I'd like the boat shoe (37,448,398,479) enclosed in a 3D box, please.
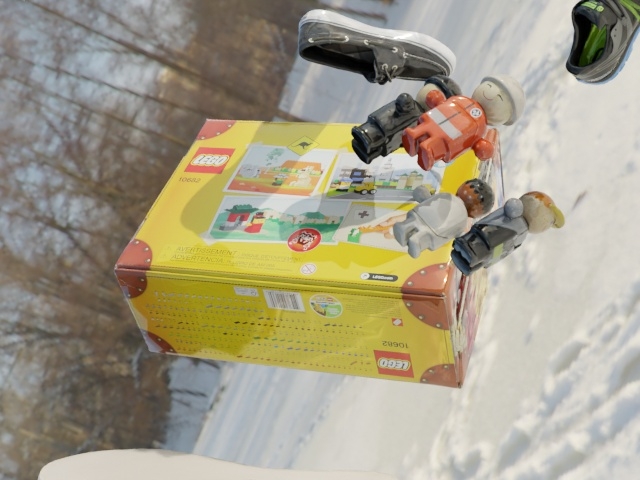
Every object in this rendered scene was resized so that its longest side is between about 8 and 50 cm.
[{"bbox_3d":[-0.078,0.282,0.846,0.127,0.340,0.158,-124,42,-78],"label":"boat shoe"}]

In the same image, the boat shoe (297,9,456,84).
[{"bbox_3d":[0.076,-0.254,1.361,0.080,0.228,0.076,123,162,-59],"label":"boat shoe"}]

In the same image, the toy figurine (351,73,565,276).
[{"bbox_3d":[0.158,-0.081,1.114,0.148,0.210,0.213,-32,16,-17],"label":"toy figurine"}]

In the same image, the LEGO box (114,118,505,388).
[{"bbox_3d":[0.000,0.000,1.494,0.373,0.500,0.193,-66,-28,-43],"label":"LEGO box"}]

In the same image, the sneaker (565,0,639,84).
[{"bbox_3d":[0.324,-0.261,1.075,0.078,0.067,0.188,-6,-58,-44],"label":"sneaker"}]
